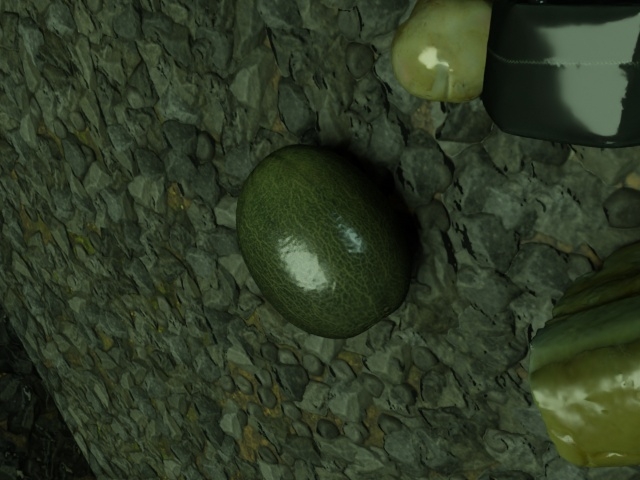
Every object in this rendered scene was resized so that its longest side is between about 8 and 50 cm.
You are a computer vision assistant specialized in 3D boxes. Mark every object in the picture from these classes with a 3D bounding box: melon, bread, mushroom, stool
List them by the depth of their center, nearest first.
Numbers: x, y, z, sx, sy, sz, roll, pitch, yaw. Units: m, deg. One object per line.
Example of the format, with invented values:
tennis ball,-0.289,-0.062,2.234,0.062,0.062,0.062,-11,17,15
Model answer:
bread,0.424,0.106,0.624,0.341,0.300,0.210,-28,96,38
stool,0.282,-0.188,0.632,0.232,0.232,0.141,14,120,31
mushroom,0.160,-0.241,0.762,0.148,0.112,0.148,3,102,13
melon,0.000,0.000,0.923,0.237,0.237,0.302,-40,82,42
